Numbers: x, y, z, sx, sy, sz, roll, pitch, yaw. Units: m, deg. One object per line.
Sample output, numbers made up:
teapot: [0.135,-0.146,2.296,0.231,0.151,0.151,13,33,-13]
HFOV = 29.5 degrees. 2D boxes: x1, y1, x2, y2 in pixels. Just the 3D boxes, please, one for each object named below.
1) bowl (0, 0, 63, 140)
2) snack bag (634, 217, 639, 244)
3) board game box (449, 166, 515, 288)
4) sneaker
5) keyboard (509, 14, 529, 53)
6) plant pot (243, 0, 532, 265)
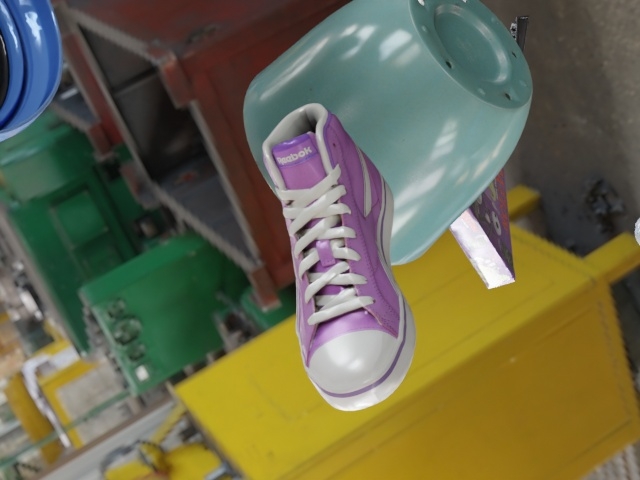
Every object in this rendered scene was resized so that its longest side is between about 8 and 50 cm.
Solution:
bowl: [-0.458,-0.259,1.298,0.077,0.391,0.391,-34,85,33]
snack bag: [0.412,-0.019,0.831,0.323,0.342,0.037,46,-176,-26]
board game box: [0.211,-0.127,1.742,0.208,0.056,0.347,56,-154,-45]
sneaker: [-0.001,0.000,1.034,0.282,0.102,0.161,-97,-20,-44]
keyboard: [0.239,-0.218,1.546,0.180,0.023,0.108,94,-173,-67]
plant pot: [0.099,-0.155,1.390,0.235,0.293,0.293,-41,77,37]
